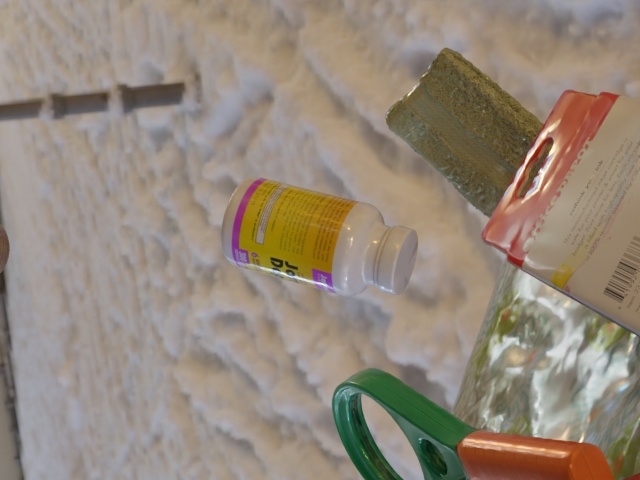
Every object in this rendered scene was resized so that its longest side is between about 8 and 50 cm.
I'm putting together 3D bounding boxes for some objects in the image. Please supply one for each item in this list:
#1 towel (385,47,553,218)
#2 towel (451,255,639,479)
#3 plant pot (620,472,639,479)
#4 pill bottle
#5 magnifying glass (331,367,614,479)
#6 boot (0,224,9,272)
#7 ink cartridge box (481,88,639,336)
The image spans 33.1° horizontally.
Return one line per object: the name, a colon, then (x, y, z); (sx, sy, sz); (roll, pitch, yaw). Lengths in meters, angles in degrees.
towel: (0.138, -0.094, 0.974); (0.148, 0.027, 0.110); (43, 129, 0)
towel: (0.240, 0.054, 0.894); (0.321, 0.090, 0.374); (-67, 15, -4)
plant pot: (0.196, 0.247, 0.499); (0.267, 0.267, 0.236); (-114, 3, -57)
pill bottle: (0.000, 0.000, 0.488); (0.083, 0.043, 0.043); (14, 117, 21)
magnifying glass: (0.071, 0.113, 0.575); (0.092, 0.026, 0.231); (65, 156, -6)
boot: (-0.287, -0.003, 0.576); (0.152, 0.197, 0.073); (25, -122, -74)
ink cartridge box: (0.208, -0.012, 0.687); (0.134, 0.078, 0.231); (-60, 23, 4)
